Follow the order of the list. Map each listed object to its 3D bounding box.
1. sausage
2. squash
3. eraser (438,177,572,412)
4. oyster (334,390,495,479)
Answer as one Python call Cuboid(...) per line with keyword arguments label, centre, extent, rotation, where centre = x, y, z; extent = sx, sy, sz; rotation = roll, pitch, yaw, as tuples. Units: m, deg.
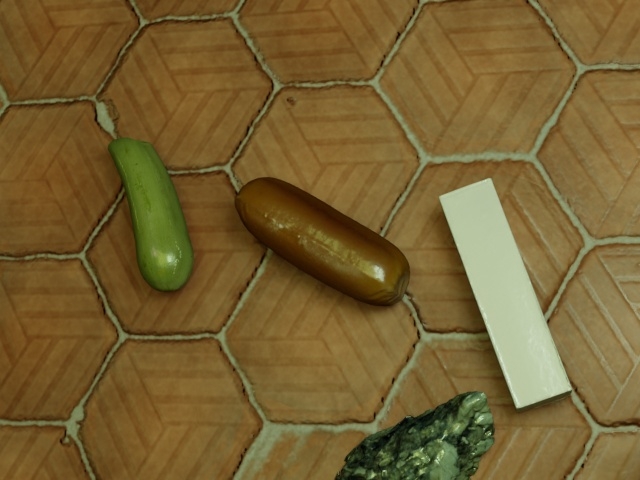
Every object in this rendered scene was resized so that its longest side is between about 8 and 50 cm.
Cuboid(label="sausage", centre=(0.000, 0.000, 1.388), extent=(0.274, 0.105, 0.105), rotation=(31, 85, 18))
Cuboid(label="squash", centre=(-0.245, -0.041, 1.466), extent=(0.083, 0.083, 0.250), rotation=(-22, 71, 7))
Cuboid(label="eraser", centre=(0.242, 0.072, 1.330), extent=(0.076, 0.078, 0.298), rotation=(-21, 73, 7))
Cuboid(label="oyster", centre=(0.118, 0.313, 1.312), extent=(0.252, 0.087, 0.200), rotation=(-14, 74, 22))
